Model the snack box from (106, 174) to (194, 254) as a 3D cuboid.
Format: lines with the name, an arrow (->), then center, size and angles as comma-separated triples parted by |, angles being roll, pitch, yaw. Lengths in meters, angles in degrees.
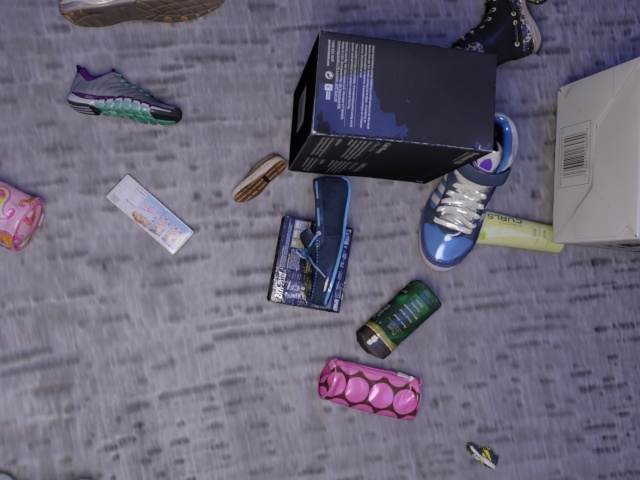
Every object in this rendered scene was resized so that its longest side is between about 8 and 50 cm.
snack box -> -0.345, -0.052, 1.212 | 0.178, 0.022, 0.064 | 42, 81, -5

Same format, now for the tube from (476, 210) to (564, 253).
tube -> 0.419, -0.019, 1.323 | 0.241, 0.070, 0.062 | 10, 127, -4

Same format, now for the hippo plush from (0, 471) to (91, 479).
hippo plush -> -0.558, 0.555, 1.082 | 0.237, 0.234, 0.294 | 11, 68, 21

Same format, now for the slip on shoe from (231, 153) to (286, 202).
slip on shoe -> -0.134, -0.132, 1.245 | 0.135, 0.051, 0.041 | -42, 54, -1

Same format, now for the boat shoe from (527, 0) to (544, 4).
boat shoe -> 0.445, -0.678, 1.347 | 0.115, 0.091, 0.302 | -15, 91, 26

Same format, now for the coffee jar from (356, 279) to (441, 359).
coffee jar -> 0.160, 0.167, 1.249 | 0.184, 0.096, 0.079 | -41, 91, -10

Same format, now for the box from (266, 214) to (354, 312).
box -> -0.022, 0.050, 1.233 | 0.148, 0.077, 0.180 | 10, 85, -9

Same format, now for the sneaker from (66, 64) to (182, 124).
sneaker -> -0.386, -0.296, 1.190 | 0.224, 0.083, 0.098 | 8, 81, -8

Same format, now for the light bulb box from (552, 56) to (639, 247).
light bulb box -> 0.716, -0.155, 1.264 | 0.362, 0.225, 0.357 | 6, 86, -22

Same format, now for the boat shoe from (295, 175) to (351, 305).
boat shoe -> 0.000, 0.000, 1.162 | 0.089, 0.109, 0.258 | 10, 68, -2

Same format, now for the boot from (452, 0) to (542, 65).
boot -> 0.367, -0.491, 1.325 | 0.179, 0.085, 0.236 | -29, 93, -8

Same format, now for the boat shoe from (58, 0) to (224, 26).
boat shoe -> -0.356, -0.509, 1.188 | 0.325, 0.123, 0.116 | -7, 86, -11

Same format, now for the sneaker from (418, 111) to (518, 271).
sneaker -> 0.296, -0.107, 1.202 | 0.130, 0.236, 0.322 | 24, 79, 10

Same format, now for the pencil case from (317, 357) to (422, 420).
pencil case -> 0.103, 0.303, 1.236 | 0.210, 0.095, 0.098 | 14, 120, -11

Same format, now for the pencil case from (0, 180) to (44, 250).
pencil case -> -0.673, -0.085, 1.113 | 0.284, 0.124, 0.124 | 24, 83, -7

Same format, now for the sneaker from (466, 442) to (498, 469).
sneaker -> 0.355, 0.465, 1.303 | 0.083, 0.031, 0.035 | 41, 68, -9

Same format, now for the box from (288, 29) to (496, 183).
box -> 0.115, -0.232, 1.138 | 0.313, 0.343, 0.178 | 5, 86, -10
